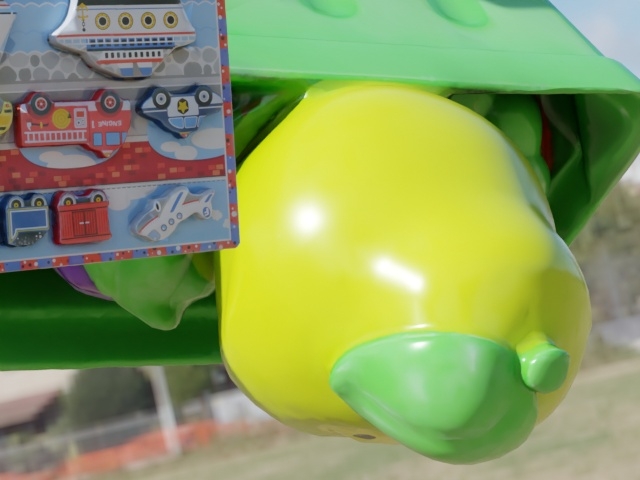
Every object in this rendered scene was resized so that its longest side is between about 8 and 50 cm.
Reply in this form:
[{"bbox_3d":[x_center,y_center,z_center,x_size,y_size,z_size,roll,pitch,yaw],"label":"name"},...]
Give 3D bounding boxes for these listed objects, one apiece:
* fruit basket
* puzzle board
[{"bbox_3d":[0.000,0.000,0.984,0.392,0.392,0.283,-10,-33,-34],"label":"fruit basket"},{"bbox_3d":[-0.083,-0.040,0.641,0.128,0.096,0.011,-6,5,-35],"label":"puzzle board"}]
